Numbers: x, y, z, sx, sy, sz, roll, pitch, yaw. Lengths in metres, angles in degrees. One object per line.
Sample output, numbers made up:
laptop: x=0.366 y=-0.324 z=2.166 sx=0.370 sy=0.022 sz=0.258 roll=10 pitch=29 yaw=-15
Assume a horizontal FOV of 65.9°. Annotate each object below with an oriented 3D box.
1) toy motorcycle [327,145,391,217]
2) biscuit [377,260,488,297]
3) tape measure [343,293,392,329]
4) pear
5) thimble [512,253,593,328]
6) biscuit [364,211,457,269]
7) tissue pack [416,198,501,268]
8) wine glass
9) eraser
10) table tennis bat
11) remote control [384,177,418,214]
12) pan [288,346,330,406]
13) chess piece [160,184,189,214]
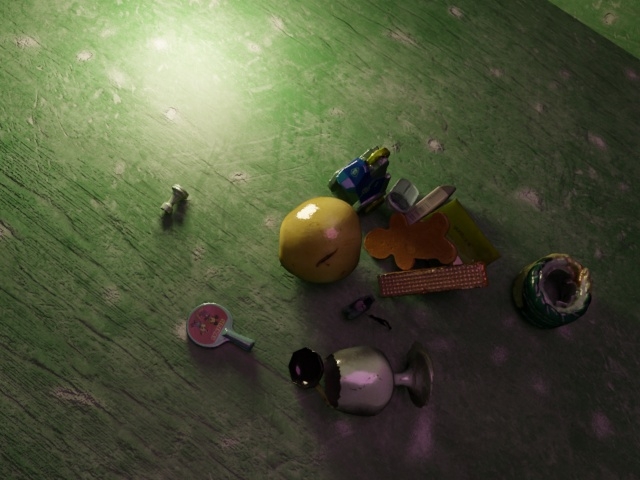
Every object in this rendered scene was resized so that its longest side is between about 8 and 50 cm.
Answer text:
toy motorcycle: x=0.138 y=-0.219 z=1.810 sx=0.200 sy=0.326 sz=0.191 roll=-30 pitch=76 yaw=-18
biscuit: x=0.396 y=0.142 z=1.757 sx=0.379 sy=0.054 sz=0.094 roll=-10 pitch=88 yaw=21
tape measure: x=0.166 y=0.281 z=1.748 sx=0.180 sy=0.107 sz=0.104 roll=51 pitch=28 yaw=-8
pear: x=0.000 y=0.000 z=1.717 sx=0.309 sy=0.309 sz=0.309 roll=4 pitch=68 yaw=-9
thimble: x=0.884 y=0.190 z=1.874 sx=0.288 sy=0.167 sz=0.254 roll=-30 pitch=77 yaw=-19
biscuit: x=0.321 y=-0.002 z=1.805 sx=0.047 sy=0.340 sz=0.216 roll=-18 pitch=96 yaw=-58
tissue pack: x=0.497 y=0.018 z=1.867 sx=0.200 sy=0.167 sz=0.274 roll=-29 pitch=77 yaw=-18
wine glass: x=0.182 y=0.447 z=1.606 sx=0.323 sy=0.238 sz=0.238 roll=4 pitch=67 yaw=-19
eraser: x=0.398 y=-0.116 z=1.947 sx=0.352 sy=0.089 sz=0.061 roll=-37 pitch=76 yaw=-22
table tennis bat: x=-0.336 y=0.305 z=1.667 sx=0.244 sy=0.040 sz=0.153 roll=26 pitch=65 yaw=5
remote control: x=0.316 y=-0.170 z=1.919 sx=0.104 sy=0.052 sz=0.247 roll=42 pitch=36 yaw=1
pan: x=-0.031 y=0.456 z=1.626 sx=0.048 sy=0.128 sz=0.202 roll=17 pitch=51 yaw=-52
chess piece: x=-0.535 y=-0.147 z=1.798 sx=0.067 sy=0.067 sz=0.103 roll=33 pitch=75 yaw=4
